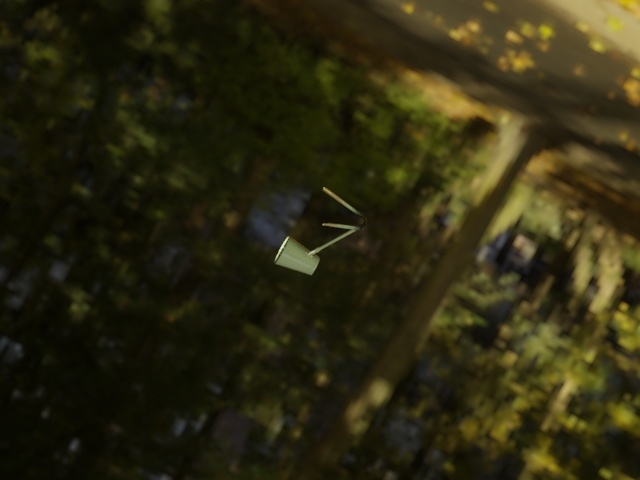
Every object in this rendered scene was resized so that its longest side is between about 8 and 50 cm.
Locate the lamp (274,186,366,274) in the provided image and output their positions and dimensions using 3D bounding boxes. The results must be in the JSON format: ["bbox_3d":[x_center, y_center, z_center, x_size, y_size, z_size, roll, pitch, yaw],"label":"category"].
[{"bbox_3d":[0.000,0.001,1.661,0.054,0.041,0.121,28,144,-8],"label":"lamp"}]
